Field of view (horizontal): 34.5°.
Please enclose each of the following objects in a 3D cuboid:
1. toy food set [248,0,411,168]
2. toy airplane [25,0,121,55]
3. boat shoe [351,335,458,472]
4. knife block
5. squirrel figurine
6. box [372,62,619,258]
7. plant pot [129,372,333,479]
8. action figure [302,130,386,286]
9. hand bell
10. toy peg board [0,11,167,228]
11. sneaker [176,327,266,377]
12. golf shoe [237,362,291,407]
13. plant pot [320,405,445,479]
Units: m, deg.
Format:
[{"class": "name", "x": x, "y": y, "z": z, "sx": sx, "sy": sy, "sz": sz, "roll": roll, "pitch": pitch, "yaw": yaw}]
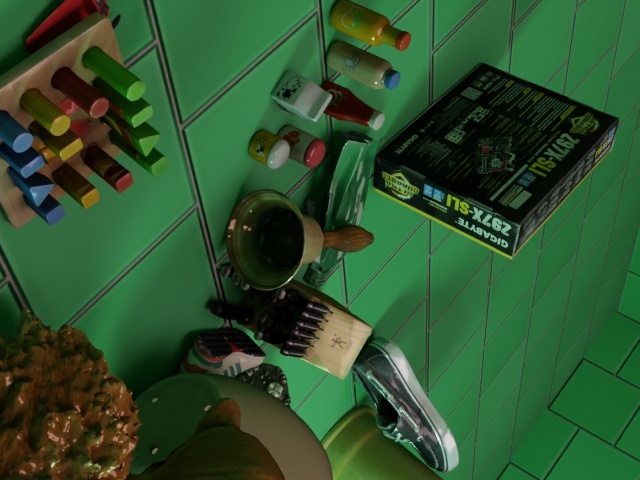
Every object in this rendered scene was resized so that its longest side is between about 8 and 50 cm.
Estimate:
[{"class": "toy food set", "x": 0.020, "y": -0.172, "z": 1.286, "sx": 0.232, "sy": 0.105, "sz": 0.111, "roll": -57, "pitch": 154, "yaw": -8}, {"class": "toy airplane", "x": -0.207, "y": -0.231, "z": 0.902, "sx": 0.151, "sy": 0.028, "sz": 0.151, "roll": -42, "pitch": 149, "yaw": -32}, {"class": "boat shoe", "x": 0.151, "y": 0.324, "z": 1.905, "sx": 0.102, "sy": 0.108, "sz": 0.301, "roll": -38, "pitch": 111, "yaw": -25}, {"class": "knife block", "x": -0.062, "y": 0.094, "z": 1.458, "sx": 0.088, "sy": 0.242, "sz": 0.276, "roll": -60, "pitch": -161, "yaw": 1}, {"class": "squirrel figurine", "x": -0.227, "y": 0.272, "z": 1.010, "sx": 0.371, "sy": 0.281, "sz": 0.396, "roll": -26, "pitch": 115, "yaw": -2}, {"class": "box", "x": 0.275, "y": -0.137, "z": 1.614, "sx": 0.322, "sy": 0.257, "sz": 0.079, "roll": -42, "pitch": 150, "yaw": -35}, {"class": "plant pot", "x": -0.147, "y": 0.274, "z": 1.274, "sx": 0.284, "sy": 0.284, "sz": 0.190, "roll": -48, "pitch": 136, "yaw": -26}, {"class": "action figure", "x": 0.021, "y": -0.040, "z": 1.470, "sx": 0.137, "sy": 0.064, "sz": 0.232, "roll": -9, "pitch": 120, "yaw": -61}, {"class": "hand bell", "x": 0.000, "y": 0.000, "z": 1.371, "sx": 0.242, "sy": 0.126, "sz": 0.126, "roll": 1, "pitch": 115, "yaw": -55}, {"class": "toy peg board", "x": -0.220, "y": -0.090, "z": 0.932, "sx": 0.161, "sy": 0.079, "sz": 0.161, "roll": -41, "pitch": 152, "yaw": -22}, {"class": "sneaker", "x": -0.140, "y": 0.166, "z": 1.411, "sx": 0.075, "sy": 0.057, "sz": 0.161, "roll": -49, "pitch": 159, "yaw": 15}, {"class": "golf shoe", "x": -0.122, "y": 0.310, "z": 1.553, "sx": 0.120, "sy": 0.105, "sz": 0.272, "roll": -165, "pitch": -90, "yaw": -79}, {"class": "plant pot", "x": 0.124, "y": 0.500, "z": 1.985, "sx": 0.276, "sy": 0.254, "sz": 0.276, "roll": -42, "pitch": 148, "yaw": -34}]
